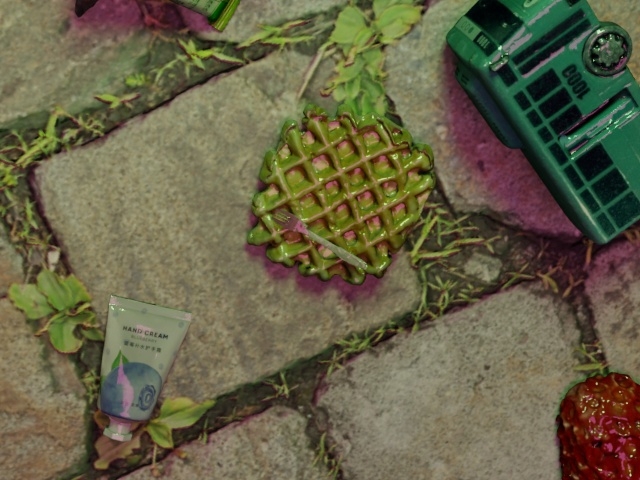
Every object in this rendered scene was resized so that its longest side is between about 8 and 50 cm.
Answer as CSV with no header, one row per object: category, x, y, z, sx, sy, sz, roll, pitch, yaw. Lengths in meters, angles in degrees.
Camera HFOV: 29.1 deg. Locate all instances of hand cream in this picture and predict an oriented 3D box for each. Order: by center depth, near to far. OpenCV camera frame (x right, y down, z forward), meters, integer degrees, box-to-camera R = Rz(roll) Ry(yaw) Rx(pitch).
hand cream,-0.186,0.131,1.232,0.084,0.053,0.142,14,98,-17

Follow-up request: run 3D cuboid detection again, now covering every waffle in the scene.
waffle,0.019,-0.043,1.209,0.169,0.036,0.183,21,107,-16

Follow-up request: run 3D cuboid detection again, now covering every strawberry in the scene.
strawberry,0.359,0.259,1.372,0.190,0.111,0.236,-37,114,6

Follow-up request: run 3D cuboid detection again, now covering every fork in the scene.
fork,0.000,0.000,1.199,0.115,0.012,0.016,29,109,-22

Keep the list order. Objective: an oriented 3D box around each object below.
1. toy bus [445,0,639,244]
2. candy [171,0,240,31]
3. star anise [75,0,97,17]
toy bus,0.235,-0.132,1.173,0.147,0.128,0.256,-38,117,6
candy,-0.118,-0.246,1.059,0.178,0.032,0.102,13,122,-51
star anise,-0.189,-0.298,1.041,0.181,0.061,0.204,34,102,-23
